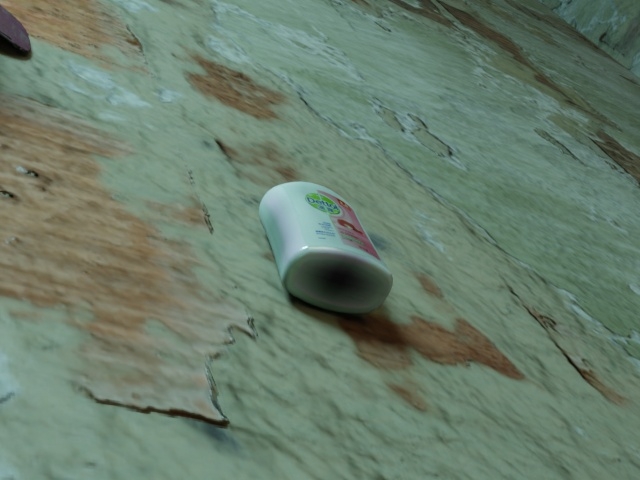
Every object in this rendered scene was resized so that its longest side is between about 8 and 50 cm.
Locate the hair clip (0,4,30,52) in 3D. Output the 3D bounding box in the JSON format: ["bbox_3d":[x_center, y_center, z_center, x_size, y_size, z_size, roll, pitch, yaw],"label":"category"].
[{"bbox_3d":[-0.264,-0.166,0.707,0.137,0.022,0.054,18,29,-28],"label":"hair clip"}]

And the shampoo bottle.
[{"bbox_3d":[0.000,0.000,0.652,0.072,0.043,0.099,19,25,-26],"label":"shampoo bottle"}]
